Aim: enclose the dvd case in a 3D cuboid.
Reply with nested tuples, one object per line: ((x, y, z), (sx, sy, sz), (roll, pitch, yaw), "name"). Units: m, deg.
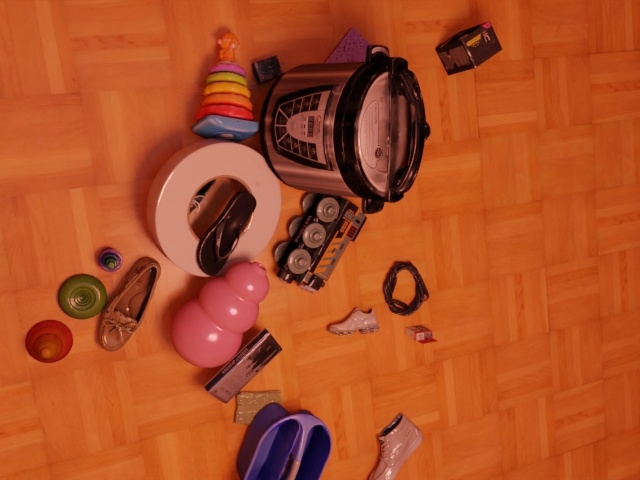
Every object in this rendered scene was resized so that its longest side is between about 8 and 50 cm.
((-0.223, 0.374, 1.792), (0.238, 0.179, 0.029), (-43, 66, -11), "dvd case")

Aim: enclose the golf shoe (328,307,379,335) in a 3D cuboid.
((0.103, 0.262, 1.959), (0.176, 0.069, 0.086), (-1, 77, -24), "golf shoe")

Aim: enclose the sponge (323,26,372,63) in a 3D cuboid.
((0.078, -0.538, 1.863), (0.117, 0.031, 0.210), (39, 82, -20), "sponge")

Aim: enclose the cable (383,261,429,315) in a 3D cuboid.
((0.276, 0.158, 2.017), (0.150, 0.047, 0.185), (-29, 108, -10), "cable")

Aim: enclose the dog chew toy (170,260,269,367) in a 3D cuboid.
((-0.268, 0.195, 1.695), (0.206, 0.207, 0.332), (36, 101, -21), "dog chew toy")

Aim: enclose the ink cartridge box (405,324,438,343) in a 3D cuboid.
((0.336, 0.312, 2.014), (0.062, 0.115, 0.029), (-6, 99, -20), "ink cartridge box")

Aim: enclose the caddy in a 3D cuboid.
((-0.110, 0.665, 1.835), (0.241, 0.179, 0.341), (20, 95, -25), "caddy")

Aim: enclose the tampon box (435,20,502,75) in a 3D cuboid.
((0.470, -0.612, 1.935), (0.120, 0.161, 0.101), (-36, 107, -14), "tampon box")

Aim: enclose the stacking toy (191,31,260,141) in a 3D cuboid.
((-0.262, -0.437, 1.695), (0.175, 0.165, 0.302), (3, 84, -31), "stacking toy")

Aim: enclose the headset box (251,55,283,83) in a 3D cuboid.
((-0.159, -0.499, 1.777), (0.083, 0.032, 0.062), (-23, 104, -18), "headset box")

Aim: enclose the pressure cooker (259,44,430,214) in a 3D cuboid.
((0.093, -0.302, 1.637), (0.376, 0.420, 0.370), (-59, 138, -23), "pressure cooker")

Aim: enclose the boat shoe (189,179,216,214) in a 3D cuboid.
((-0.361, -0.140, 1.715), (0.095, 0.079, 0.254), (43, 82, -28), "boat shoe")

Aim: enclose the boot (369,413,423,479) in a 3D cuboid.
((0.225, 0.706, 2.040), (0.258, 0.095, 0.123), (-46, 103, -19), "boot")

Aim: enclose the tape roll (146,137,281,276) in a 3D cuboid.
((-0.287, -0.089, 1.687), (0.392, 0.072, 0.392), (-15, 117, -34), "tape roll")

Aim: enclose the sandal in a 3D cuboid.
((-0.256, -0.019, 1.656), (0.097, 0.054, 0.255), (28, 90, -42), "sandal")

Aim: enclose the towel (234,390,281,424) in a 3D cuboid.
((-0.193, 0.520, 1.885), (0.148, 0.027, 0.110), (4, 96, -22), "towel")

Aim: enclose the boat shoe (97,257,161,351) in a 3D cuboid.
((-0.533, 0.181, 1.682), (0.104, 0.089, 0.285), (25, 87, -22), "boat shoe")

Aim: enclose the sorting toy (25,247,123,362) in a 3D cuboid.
((-0.651, 0.182, 1.619), (0.127, 0.126, 0.366), (37, 83, -20), "sorting toy")

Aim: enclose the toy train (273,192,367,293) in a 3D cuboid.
((0.000, 0.000, 1.846), (0.190, 0.142, 0.334), (32, 85, -31), "toy train")
